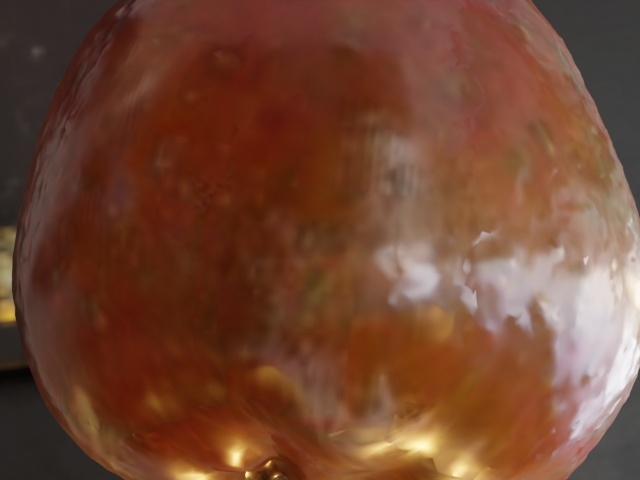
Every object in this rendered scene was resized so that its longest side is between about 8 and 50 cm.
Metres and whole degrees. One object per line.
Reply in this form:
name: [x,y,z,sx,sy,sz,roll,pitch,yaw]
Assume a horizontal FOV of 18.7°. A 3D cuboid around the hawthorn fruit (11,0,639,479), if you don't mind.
hawthorn fruit: [0.000,0.000,0.869,0.284,0.284,0.284,-7,178,0]
